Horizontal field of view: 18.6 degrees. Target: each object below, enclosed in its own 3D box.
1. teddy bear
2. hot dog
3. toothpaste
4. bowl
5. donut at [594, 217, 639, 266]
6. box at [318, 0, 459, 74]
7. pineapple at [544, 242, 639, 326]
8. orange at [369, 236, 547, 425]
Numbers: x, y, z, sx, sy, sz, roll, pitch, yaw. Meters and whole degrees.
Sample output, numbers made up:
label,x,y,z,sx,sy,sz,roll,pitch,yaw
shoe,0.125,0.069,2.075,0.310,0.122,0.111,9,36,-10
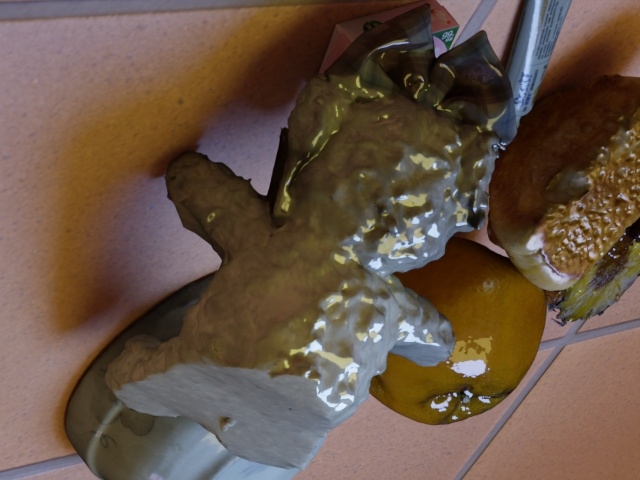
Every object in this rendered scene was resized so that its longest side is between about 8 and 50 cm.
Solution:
label,x,y,z,sx,sy,sz,roll,pitch,yaw
teddy bear,0.000,0.000,1.848,0.375,0.327,0.362,-34,-148,65
hot dog,0.282,-0.076,2.155,0.256,0.153,0.150,-47,125,-5
toothpaste,0.222,-0.203,2.011,0.067,0.037,0.255,-17,144,-26
bowl,-0.105,0.184,2.098,0.307,0.163,0.307,-30,156,-15
donut,0.364,-0.052,2.361,0.186,0.144,0.126,-58,175,-37
box,0.062,-0.173,1.849,0.125,0.043,0.089,-20,149,-33
pineapple,0.368,0.027,2.565,0.221,0.047,0.221,-32,152,-20
orange,0.149,0.102,2.211,0.249,0.183,0.249,-22,160,-9
